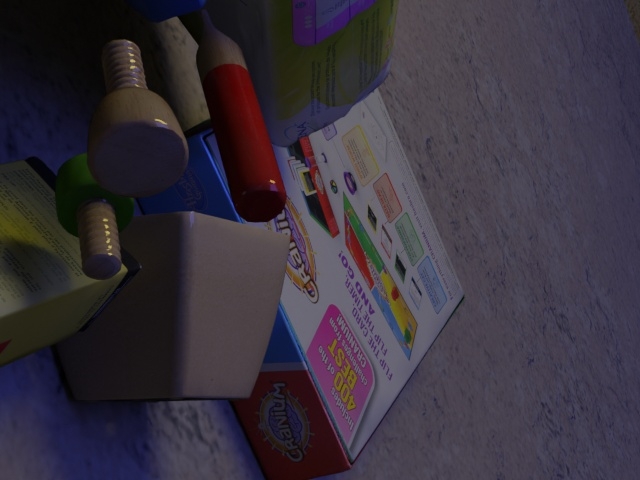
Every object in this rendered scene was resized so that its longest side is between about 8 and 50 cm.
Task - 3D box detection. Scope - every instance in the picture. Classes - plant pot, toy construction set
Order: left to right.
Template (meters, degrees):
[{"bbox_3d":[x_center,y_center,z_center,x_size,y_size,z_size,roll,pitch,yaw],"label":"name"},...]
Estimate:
[{"bbox_3d":[-0.151,-0.148,0.537,0.309,0.257,0.237,37,24,-38],"label":"toy construction set"},{"bbox_3d":[-0.088,0.042,0.714,0.109,0.109,0.096,14,74,-60],"label":"plant pot"}]

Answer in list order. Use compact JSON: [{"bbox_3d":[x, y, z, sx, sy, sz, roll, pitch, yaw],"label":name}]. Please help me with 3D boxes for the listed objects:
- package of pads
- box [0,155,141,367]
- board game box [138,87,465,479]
[{"bbox_3d":[-0.046,-0.204,0.735,0.229,0.101,0.296,55,-11,14],"label":"package of pads"},{"bbox_3d":[-0.179,0.023,0.556,0.087,0.058,0.232,45,23,8],"label":"box"},{"bbox_3d":[0.000,0.000,0.951,0.242,0.064,0.316,66,26,-9],"label":"board game box"}]
